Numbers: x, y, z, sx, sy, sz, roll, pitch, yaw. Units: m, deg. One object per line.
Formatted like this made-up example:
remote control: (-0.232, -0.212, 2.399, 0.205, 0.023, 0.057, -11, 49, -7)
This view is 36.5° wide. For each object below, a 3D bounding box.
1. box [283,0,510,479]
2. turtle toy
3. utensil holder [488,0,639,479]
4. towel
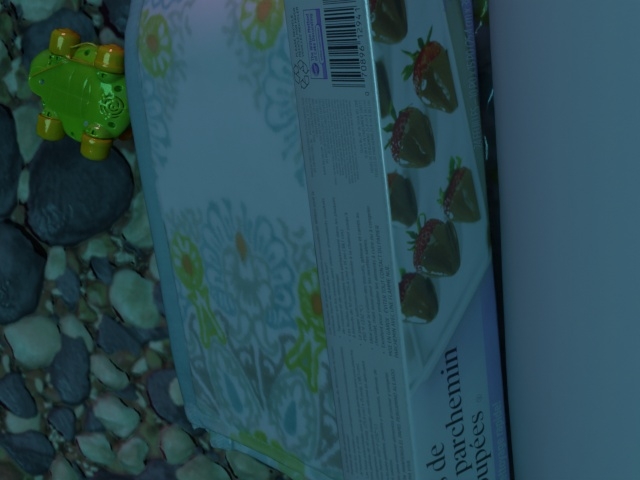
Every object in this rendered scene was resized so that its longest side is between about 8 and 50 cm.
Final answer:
box: (0.043, 0.032, 0.473, 0.067, 0.063, 0.324, 13, 115, 54)
turtle toy: (-0.195, -0.126, 0.804, 0.130, 0.066, 0.095, 23, 109, 24)
utensil holder: (0.236, -0.020, 0.421, 0.327, 0.327, 0.385, 3, 108, 28)
towel: (0.000, 0.000, 0.640, 0.320, 0.090, 0.374, 10, 113, 48)
